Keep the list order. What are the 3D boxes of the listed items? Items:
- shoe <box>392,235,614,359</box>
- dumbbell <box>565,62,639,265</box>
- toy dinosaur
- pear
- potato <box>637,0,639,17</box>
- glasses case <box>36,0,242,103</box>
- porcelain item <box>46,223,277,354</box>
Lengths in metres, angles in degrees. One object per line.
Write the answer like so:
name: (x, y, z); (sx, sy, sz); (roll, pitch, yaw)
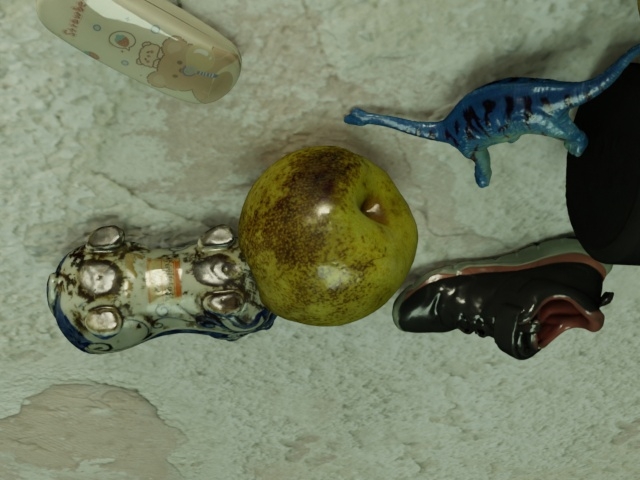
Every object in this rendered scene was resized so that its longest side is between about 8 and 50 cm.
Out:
shoe: (0.239, 0.094, 1.240); (0.290, 0.137, 0.114); (-14, 140, 15)
dumbbell: (0.440, -0.070, 0.994); (0.322, 0.204, 0.204); (3, 142, -9)
toy dinosaur: (0.196, -0.128, 0.999); (0.329, 0.076, 0.144); (-8, 150, 33)
pear: (0.000, 0.000, 1.062); (0.197, 0.197, 0.197); (-2, 142, -2)
potato: (0.365, -0.224, 0.874); (0.138, 0.098, 0.243); (-24, 142, 26)
glasses case: (-0.167, -0.193, 0.907); (0.204, 0.051, 0.081); (23, 136, -31)
porcelain item: (-0.188, 0.069, 1.197); (0.287, 0.138, 0.186); (-6, 160, -5)
